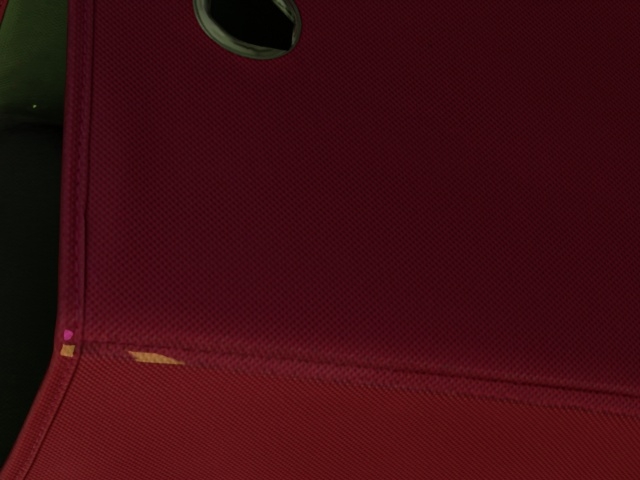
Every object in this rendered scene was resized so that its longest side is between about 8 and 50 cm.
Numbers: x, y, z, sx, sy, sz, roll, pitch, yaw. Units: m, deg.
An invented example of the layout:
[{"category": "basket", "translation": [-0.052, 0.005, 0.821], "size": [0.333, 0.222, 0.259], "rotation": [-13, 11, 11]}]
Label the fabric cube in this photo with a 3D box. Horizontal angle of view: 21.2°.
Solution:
[{"category": "fabric cube", "translation": [0.000, 0.000, 0.660], "size": [0.258, 0.254, 0.259], "rotation": [8, 148, -18]}]
